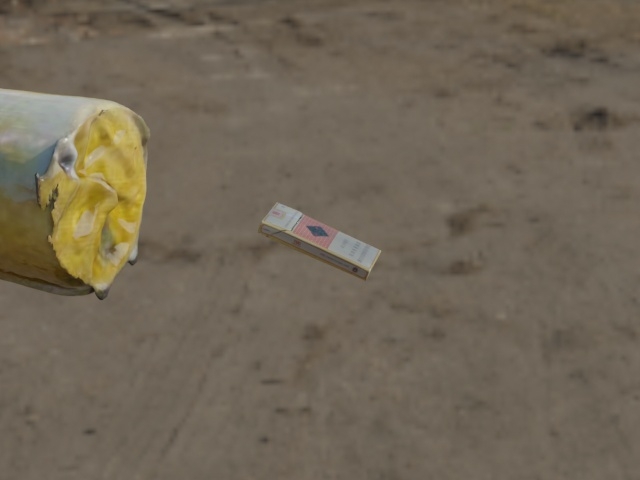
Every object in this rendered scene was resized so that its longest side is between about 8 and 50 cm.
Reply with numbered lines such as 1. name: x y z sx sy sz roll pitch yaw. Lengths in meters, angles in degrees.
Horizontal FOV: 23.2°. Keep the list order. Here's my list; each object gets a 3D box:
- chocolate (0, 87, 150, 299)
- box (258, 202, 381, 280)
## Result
1. chocolate: -0.181 -0.033 0.649 0.219 0.085 0.085 10 18 22
2. box: 0.000 0.000 1.098 0.083 0.012 0.046 25 23 3
